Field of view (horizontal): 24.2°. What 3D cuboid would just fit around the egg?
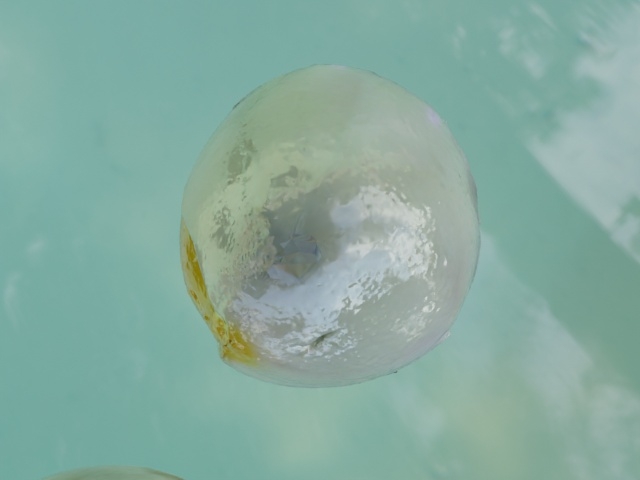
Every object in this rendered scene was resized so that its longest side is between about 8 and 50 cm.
[{"bbox_3d":[0.000,0.000,1.461,0.337,0.337,0.201,-47,180,13],"label":"egg"}]

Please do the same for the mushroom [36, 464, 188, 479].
[{"bbox_3d":[-0.091,0.245,0.719,0.260,0.254,0.234,41,71,-10],"label":"mushroom"}]
